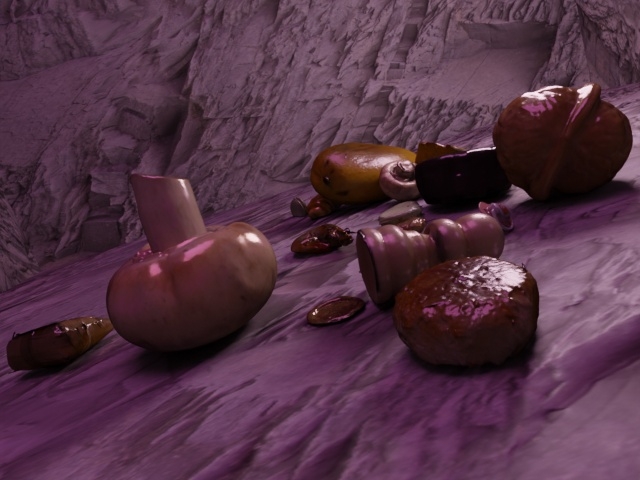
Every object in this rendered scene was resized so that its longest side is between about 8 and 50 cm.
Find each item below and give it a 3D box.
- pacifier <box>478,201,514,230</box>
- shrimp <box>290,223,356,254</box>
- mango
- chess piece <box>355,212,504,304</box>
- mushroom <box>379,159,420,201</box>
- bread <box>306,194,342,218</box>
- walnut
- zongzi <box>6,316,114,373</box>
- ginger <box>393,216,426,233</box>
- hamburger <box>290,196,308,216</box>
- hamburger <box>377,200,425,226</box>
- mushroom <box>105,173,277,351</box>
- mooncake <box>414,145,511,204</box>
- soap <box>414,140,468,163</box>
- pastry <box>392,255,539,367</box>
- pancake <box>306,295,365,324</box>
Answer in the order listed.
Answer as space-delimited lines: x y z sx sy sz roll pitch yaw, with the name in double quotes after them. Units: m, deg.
0.372 -0.042 1.027 0.099 0.082 0.078 2 -36 -38 "pacifier"
0.000 0.000 1.331 0.152 0.063 0.287 -25 11 -19 "shrimp"
0.182 -0.264 1.825 0.445 0.221 0.301 -8 27 -19 "mango"
0.202 0.020 0.846 0.260 0.143 0.143 -12 12 -4 "chess piece"
0.285 -0.211 1.626 0.166 0.166 0.127 -23 -26 -23 "mushroom"
0.015 -0.148 1.899 0.119 0.084 0.177 -10 19 34 "bread"
0.556 -0.230 1.105 0.296 0.285 0.285 26 29 15 "walnut"
-0.604 0.233 1.116 0.194 0.099 0.197 -14 3 14 "zongzi"
0.184 -0.019 1.191 0.173 0.051 0.069 -14 10 7 "ginger"
-0.092 -0.146 2.031 0.054 0.084 0.121 -20 14 -18 "hamburger"
0.222 -0.064 1.299 0.133 0.062 0.140 -16 15 16 "hamburger"
-0.250 0.055 0.970 0.325 0.353 0.353 14 14 -1 "mushroom"
0.419 -0.185 1.366 0.283 0.141 0.283 -11 6 1 "mooncake"
0.446 -0.279 1.614 0.257 0.080 0.160 7 7 -19 "soap"
0.195 0.087 0.627 0.182 0.093 0.192 -3 19 42 "pastry"
0.027 0.128 0.868 0.115 0.011 0.115 -19 13 4 "pancake"
